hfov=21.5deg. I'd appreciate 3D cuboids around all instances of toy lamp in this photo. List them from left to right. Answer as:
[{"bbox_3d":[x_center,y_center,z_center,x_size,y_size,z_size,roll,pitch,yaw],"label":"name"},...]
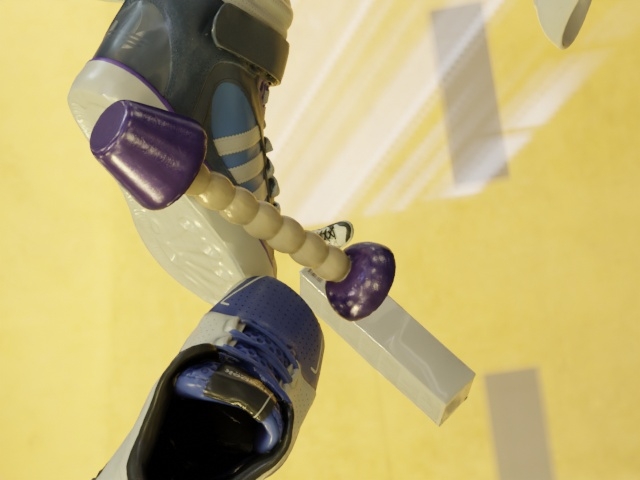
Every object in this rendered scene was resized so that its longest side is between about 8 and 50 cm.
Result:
[{"bbox_3d":[-0.058,-0.025,1.306,0.275,0.080,0.080,29,-137,-33],"label":"toy lamp"}]

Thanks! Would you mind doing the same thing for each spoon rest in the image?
[{"bbox_3d":[0.263,-0.289,1.782,0.137,0.084,0.276,-68,-22,-4],"label":"spoon rest"}]

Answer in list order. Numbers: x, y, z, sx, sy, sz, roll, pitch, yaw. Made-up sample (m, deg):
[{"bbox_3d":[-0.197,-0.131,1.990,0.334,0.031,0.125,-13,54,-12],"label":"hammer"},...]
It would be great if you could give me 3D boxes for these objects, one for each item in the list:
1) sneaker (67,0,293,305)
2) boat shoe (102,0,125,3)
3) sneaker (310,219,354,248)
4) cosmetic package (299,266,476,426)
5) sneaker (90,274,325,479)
[{"bbox_3d":[-0.070,-0.108,1.459,0.236,0.130,0.323,-55,-41,-25],"label":"sneaker"},{"bbox_3d":[-0.264,-0.319,1.529,0.116,0.319,0.099,-60,9,-9],"label":"boat shoe"},{"bbox_3d":[0.000,0.000,1.970,0.037,0.083,0.032,-2,-109,-61],"label":"sneaker"},{"bbox_3d":[0.078,0.113,2.027,0.239,0.060,0.099,42,161,14],"label":"cosmetic package"},{"bbox_3d":[-0.064,0.130,1.271,0.127,0.182,0.315,39,-135,-2],"label":"sneaker"}]
